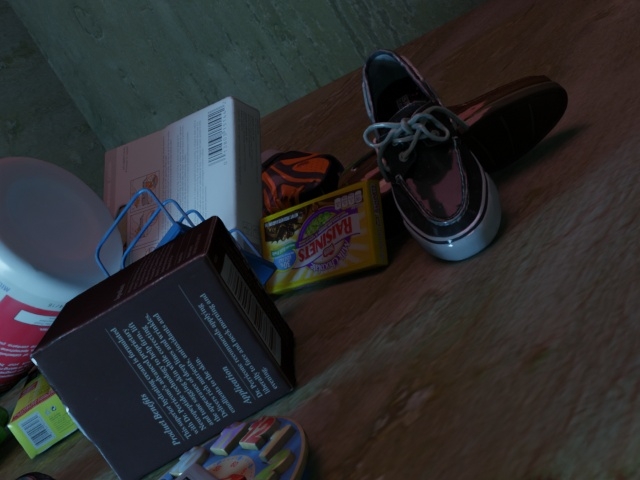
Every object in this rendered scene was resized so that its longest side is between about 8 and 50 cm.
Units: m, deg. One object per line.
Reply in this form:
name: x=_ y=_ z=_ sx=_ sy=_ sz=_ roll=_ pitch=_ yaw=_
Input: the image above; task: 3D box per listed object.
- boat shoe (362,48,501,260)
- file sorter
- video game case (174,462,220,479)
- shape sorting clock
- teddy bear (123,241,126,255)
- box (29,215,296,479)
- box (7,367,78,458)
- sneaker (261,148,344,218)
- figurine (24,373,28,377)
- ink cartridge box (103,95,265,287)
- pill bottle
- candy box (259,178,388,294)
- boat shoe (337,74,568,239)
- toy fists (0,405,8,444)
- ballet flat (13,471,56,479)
boat shoe: x=0.112 y=-0.110 z=1.069 sx=0.113 sy=0.105 sz=0.306 roll=-26 pitch=44 yaw=18
file sorter: x=-0.164 y=0.026 z=1.146 sx=0.118 sy=0.170 sz=0.104 roll=-51 pitch=49 yaw=11
video game case: x=-0.118 y=0.252 z=0.622 sx=0.212 sy=0.023 sz=0.193 roll=-39 pitch=24 yaw=-22
shape sorting clock: x=-0.097 y=0.212 z=0.762 sx=0.206 sy=0.040 sz=0.206 roll=-30 pitch=13 yaw=8
teddy bear: x=-0.274 y=0.052 z=1.507 sx=0.338 sy=0.113 sz=0.245 roll=-37 pitch=-9 yaw=-5
box: x=-0.153 y=0.106 z=0.986 sx=0.203 sy=0.169 sz=0.167 roll=-30 pitch=14 yaw=5
box: x=-0.365 y=0.215 z=1.302 sx=0.087 sy=0.058 sz=0.232 roll=-33 pitch=13 yaw=-4
sneaker: x=-0.071 y=-0.030 z=1.407 sx=0.180 sy=0.125 sz=0.321 roll=1 pitch=47 yaw=39
figurine: x=-0.657 y=0.257 z=1.667 sx=0.214 sy=0.092 sz=0.209 roll=-19 pitch=9 yaw=44
ink cartridge box: x=-0.198 y=-0.024 z=1.339 sx=0.261 sy=0.297 sz=0.066 roll=-17 pitch=-25 yaw=34
pill bottle: x=-0.480 y=0.089 z=1.355 sx=0.407 sy=0.229 sz=0.229 roll=-43 pitch=6 yaw=29
candy box: x=0.000 y=0.000 z=1.188 sx=0.027 sy=0.105 sz=0.205 roll=2 pitch=-14 yaw=-43
boat shoe: x=0.157 y=-0.128 z=1.197 sx=0.307 sy=0.111 sz=0.104 roll=-31 pitch=49 yaw=0
toy fists: x=-0.529 y=0.311 z=1.249 sx=0.142 sy=0.096 sz=0.279 roll=-19 pitch=17 yaw=41
ballet flat: x=-0.355 y=0.304 z=1.024 sx=0.173 sy=0.049 sz=0.058 roll=-29 pitch=58 yaw=13
